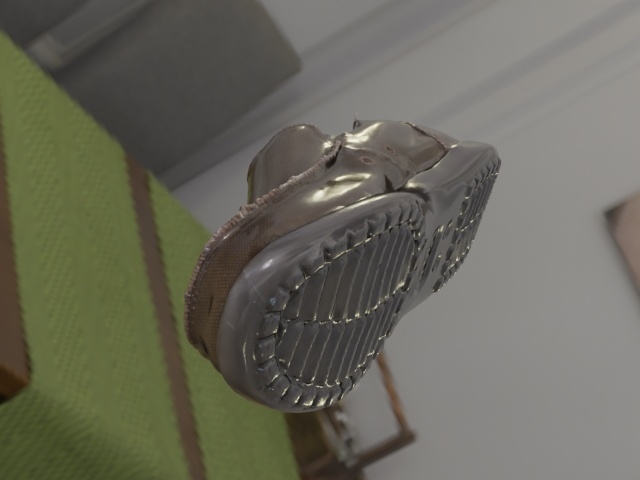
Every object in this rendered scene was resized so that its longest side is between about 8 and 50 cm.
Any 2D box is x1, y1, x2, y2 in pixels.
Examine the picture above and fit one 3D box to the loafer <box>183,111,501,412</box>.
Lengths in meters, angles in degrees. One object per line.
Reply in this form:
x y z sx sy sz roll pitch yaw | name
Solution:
0.000 0.000 0.880 0.130 0.134 0.366 24 19 16 | loafer
